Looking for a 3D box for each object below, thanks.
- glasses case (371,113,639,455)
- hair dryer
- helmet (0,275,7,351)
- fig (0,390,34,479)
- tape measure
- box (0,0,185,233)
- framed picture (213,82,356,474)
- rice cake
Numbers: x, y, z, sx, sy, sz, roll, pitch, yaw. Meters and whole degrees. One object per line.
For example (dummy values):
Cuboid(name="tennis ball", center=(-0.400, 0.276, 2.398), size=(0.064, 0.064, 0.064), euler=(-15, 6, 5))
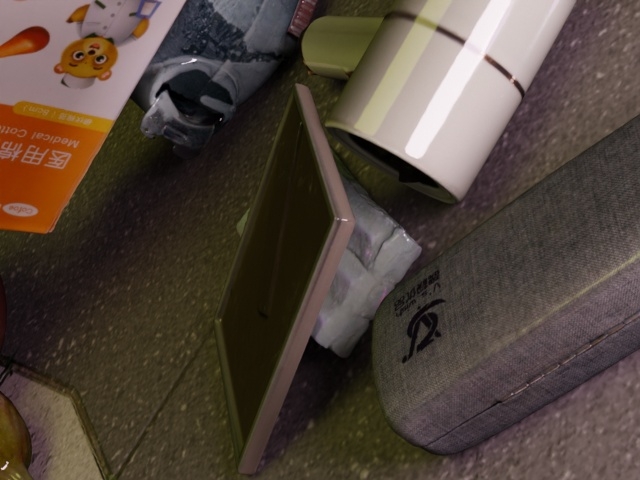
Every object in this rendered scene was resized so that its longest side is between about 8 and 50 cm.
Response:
Cuboid(name="glasses case", center=(0.168, 0.021, 0.970), size=(0.323, 0.074, 0.131), euler=(-37, 35, 29))
Cuboid(name="hair dryer", center=(0.059, -0.160, 1.260), size=(0.203, 0.128, 0.362), euler=(-60, 24, -4))
Cuboid(name="helmet", center=(-0.469, 0.108, 1.592), size=(0.337, 0.230, 0.385), euler=(-48, 13, 8))
Cuboid(name="fig", center=(-0.324, 0.228, 1.431), size=(0.245, 0.149, 0.149), euler=(28, 85, 34))
Cuboid(name="tape measure", center=(-0.127, -0.247, 1.549), size=(0.275, 0.147, 0.256), euler=(-57, 37, 7))
Cuboid(name="box", center=(-0.315, -0.175, 1.442), size=(0.341, 0.225, 0.143), euler=(-55, 48, 28))
Cuboid(name="framed picture", center=(-0.038, 0.030, 1.185), size=(0.192, 0.018, 0.265), euler=(-106, 30, -49))
Cuboid(name="rice cake", center=(0.000, 0.000, 1.248), size=(0.127, 0.043, 0.237), euler=(-54, 31, 7))
